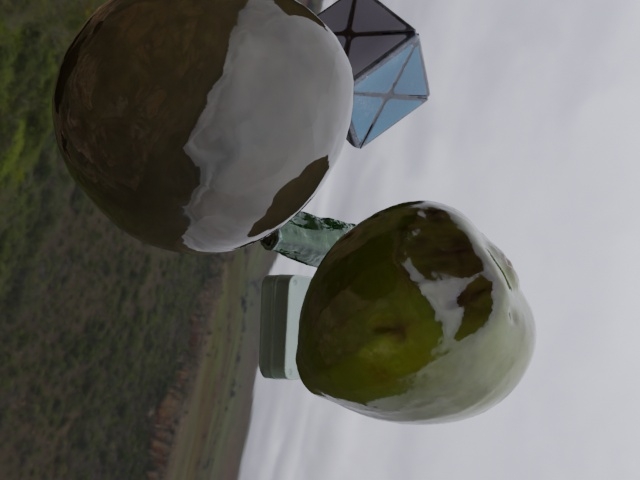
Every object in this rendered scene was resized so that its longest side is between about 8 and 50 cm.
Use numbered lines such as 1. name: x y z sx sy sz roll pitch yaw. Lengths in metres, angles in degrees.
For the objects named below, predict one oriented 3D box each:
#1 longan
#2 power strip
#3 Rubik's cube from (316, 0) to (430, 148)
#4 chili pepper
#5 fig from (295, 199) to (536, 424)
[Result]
1. longan: -0.101 -0.112 0.610 0.258 0.257 0.258 -167 -90 -83
2. power strip: -0.018 0.201 1.564 0.261 0.141 0.230 16 74 -59
3. Rubik's cube: 0.097 -0.432 1.723 0.255 0.259 0.260 49 -5 33
4. chili pepper: 0.000 0.000 1.239 0.136 0.270 0.099 15 -92 54
5. fig: 0.088 0.094 0.740 0.271 0.239 0.239 -39 -157 20
